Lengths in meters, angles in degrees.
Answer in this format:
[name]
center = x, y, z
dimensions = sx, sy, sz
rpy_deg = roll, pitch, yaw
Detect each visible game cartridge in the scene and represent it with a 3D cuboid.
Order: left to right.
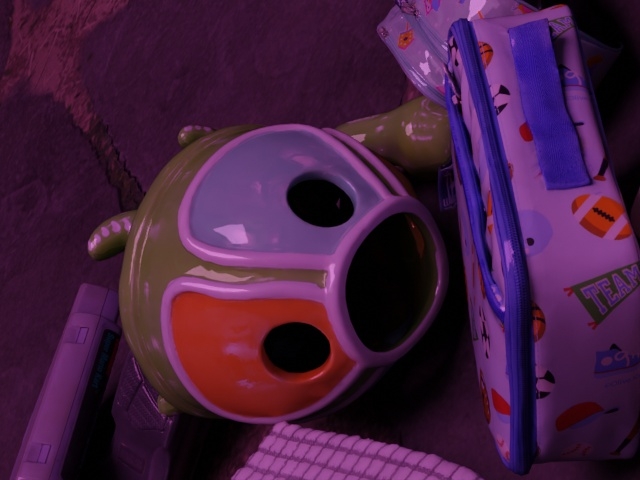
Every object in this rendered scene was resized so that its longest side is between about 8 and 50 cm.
[game cartridge]
center = -0.262, 0.225, 1.877
dimensions = 0.355, 0.068, 0.230
rpy_deg = -80, 16, -54

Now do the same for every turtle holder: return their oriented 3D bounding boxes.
[turtle holder]
center = -0.002, 0.020, 1.627
dimensions = 0.227, 0.320, 0.243
rpy_deg = 2, 102, 44

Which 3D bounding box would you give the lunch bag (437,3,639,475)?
[lunch bag]
center = 0.148, -0.012, 1.364
dimensions = 0.115, 0.243, 0.303
rpy_deg = -9, 43, 1

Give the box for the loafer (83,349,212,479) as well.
[loafer]
center = -0.152, 0.218, 1.825
dimensions = 0.109, 0.095, 0.302
rpy_deg = 36, 114, 36

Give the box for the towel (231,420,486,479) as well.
[towel]
center = 0.000, 0.266, 1.437
dimensions = 0.235, 0.121, 0.284
rpy_deg = -50, 25, -21

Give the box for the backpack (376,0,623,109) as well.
[backpack]
center = 0.142, -0.164, 1.566
dimensions = 0.144, 0.166, 0.188
rpy_deg = -58, 27, 12

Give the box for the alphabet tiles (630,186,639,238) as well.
[alphabet tiles]
center = 0.307, 0.001, 1.180
dimensions = 0.284, 0.021, 0.278
rpy_deg = 38, 120, 38
